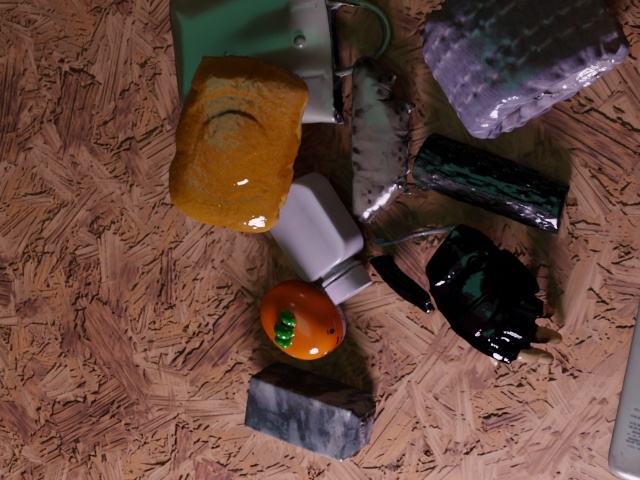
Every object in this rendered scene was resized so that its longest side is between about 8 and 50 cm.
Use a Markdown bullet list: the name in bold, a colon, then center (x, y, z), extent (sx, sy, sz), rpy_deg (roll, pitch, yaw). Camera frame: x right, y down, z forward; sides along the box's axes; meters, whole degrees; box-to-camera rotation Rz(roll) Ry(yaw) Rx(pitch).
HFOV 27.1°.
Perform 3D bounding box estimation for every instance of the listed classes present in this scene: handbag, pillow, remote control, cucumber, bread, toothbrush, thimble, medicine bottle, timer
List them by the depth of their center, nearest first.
- **thimble**: center (0.253, -0.250, 1.671), extent (0.236, 0.205, 0.172), rpy_deg (-32, 84, 29)
- **remote control**: center (0.443, 0.181, 1.756), extent (0.090, 0.038, 0.309), rpy_deg (14, 106, 26)
- **cucumber**: center (0.230, -0.074, 1.800), extent (0.211, 0.062, 0.078), rpy_deg (24, 110, 22)
- **bread**: center (-0.112, -0.137, 1.843), extent (0.174, 0.121, 0.245), rpy_deg (18, 107, 7)
- **pillow**: center (0.088, -0.137, 1.863), extent (0.093, 0.051, 0.241), rpy_deg (8, 109, 21)
- **cucumber**: center (0.114, 0.061, 1.874), extent (0.135, 0.034, 0.033), rpy_deg (48, 158, 48)
- **handbag**: center (-0.058, -0.280, 1.887), extent (0.315, 0.109, 0.241), rpy_deg (-1, 101, 24)
- **toothbrush**: center (0.135, -0.007, 1.893), extent (0.131, 0.011, 0.013), rpy_deg (-11, 116, 28)
- **medicine bottle**: center (0.000, 0.000, 1.926), extent (0.119, 0.069, 0.183), rpy_deg (-38, 81, 42)
- **timer**: center (-0.031, 0.117, 1.943), extent (0.136, 0.136, 0.099), rpy_deg (32, 108, 18)

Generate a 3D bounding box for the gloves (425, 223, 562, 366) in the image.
- **gloves**: center (0.240, 0.090, 1.807), extent (0.203, 0.124, 0.164), rpy_deg (45, 135, 21)

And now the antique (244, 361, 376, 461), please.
- **antique**: center (-0.012, 0.255, 1.978), extent (0.183, 0.088, 0.086), rpy_deg (17, 109, 24)
